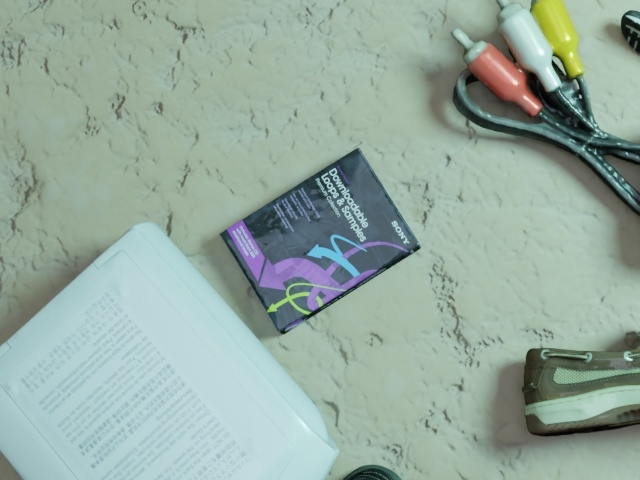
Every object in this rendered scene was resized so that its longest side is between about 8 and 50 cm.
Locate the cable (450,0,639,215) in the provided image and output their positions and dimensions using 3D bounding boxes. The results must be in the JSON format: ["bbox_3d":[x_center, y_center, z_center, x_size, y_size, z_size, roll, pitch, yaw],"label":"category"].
[{"bbox_3d":[0.235,-0.111,1.175,0.139,0.072,0.287,-39,79,-3],"label":"cable"}]

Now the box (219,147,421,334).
[{"bbox_3d":[0.000,0.000,1.216,0.162,0.029,0.116,-32,79,1],"label":"box"}]

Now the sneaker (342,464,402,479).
[{"bbox_3d":[0.014,0.315,1.122,0.087,0.130,0.227,20,88,12],"label":"sneaker"}]

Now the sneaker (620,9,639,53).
[{"bbox_3d":[0.338,-0.192,1.195,0.109,0.040,0.043,30,71,7],"label":"sneaker"}]

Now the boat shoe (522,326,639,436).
[{"bbox_3d":[0.309,0.114,1.126,0.257,0.095,0.095,-8,75,7],"label":"boat shoe"}]

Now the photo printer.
[{"bbox_3d":[-0.154,0.175,1.174,0.256,0.107,0.307,-43,79,1],"label":"photo printer"}]
